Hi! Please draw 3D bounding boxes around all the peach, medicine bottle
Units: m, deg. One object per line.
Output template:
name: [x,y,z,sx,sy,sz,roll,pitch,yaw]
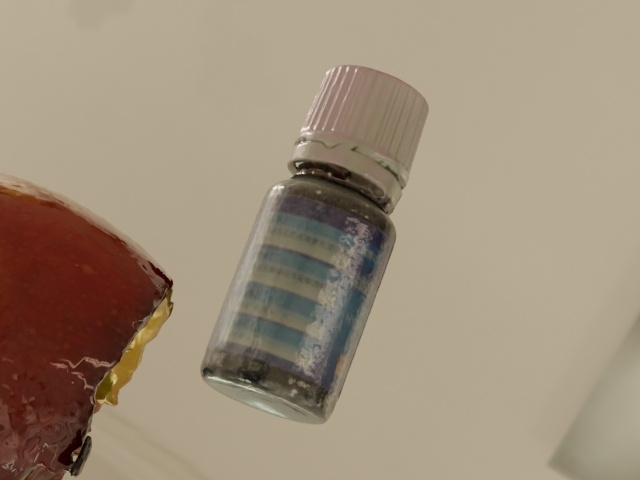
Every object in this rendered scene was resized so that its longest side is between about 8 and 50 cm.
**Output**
peach: [-0.159,0.073,0.747,0.190,0.226,0.196,61,-163,-58]
medicine bottle: [0.000,0.000,1.016,0.083,0.203,0.083,18,166,4]
